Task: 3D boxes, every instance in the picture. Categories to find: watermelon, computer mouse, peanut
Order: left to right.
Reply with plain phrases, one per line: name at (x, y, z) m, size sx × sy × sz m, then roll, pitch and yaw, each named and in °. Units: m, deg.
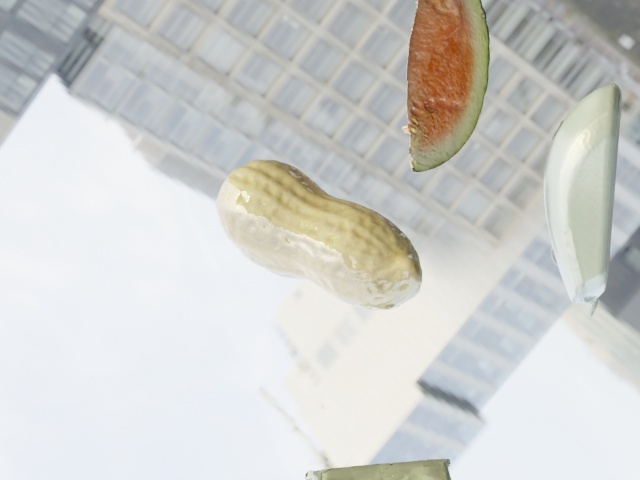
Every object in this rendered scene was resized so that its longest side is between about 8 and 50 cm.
peanut at (0.000, 0.000, 1.497) m, size 0.257 × 0.123 × 0.123 m, roll 28°, pitch -172°, yaw 17°
watermelon at (0.119, -0.182, 1.374) m, size 0.063 × 0.245 × 0.119 m, roll 1°, pitch 172°, yaw 37°
computer mouse at (0.200, -0.031, 1.039) m, size 0.056 × 0.181 × 0.089 m, roll 5°, pitch -171°, yaw 18°

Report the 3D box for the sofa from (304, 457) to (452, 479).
sofa at (0.095, 0.335, 1.675) m, size 0.225 × 0.210 × 0.176 m, roll 95°, pitch 169°, yaw -64°
